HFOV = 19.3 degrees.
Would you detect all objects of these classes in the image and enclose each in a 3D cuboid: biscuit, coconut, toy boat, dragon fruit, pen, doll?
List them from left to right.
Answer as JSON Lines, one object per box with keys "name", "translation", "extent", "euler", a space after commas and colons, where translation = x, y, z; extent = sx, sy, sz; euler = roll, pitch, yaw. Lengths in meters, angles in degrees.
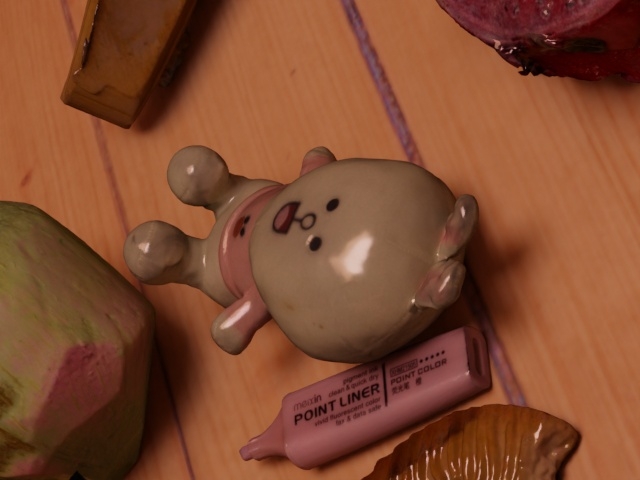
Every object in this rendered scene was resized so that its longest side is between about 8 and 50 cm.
{"name": "coconut", "translation": [-0.220, 0.087, 1.327], "extent": [0.236, 0.236, 0.204], "euler": [-51, 8, 15]}
{"name": "toy boat", "translation": [-0.119, -0.239, 1.455], "extent": [0.115, 0.089, 0.310], "euler": [-136, 65, -75]}
{"name": "doll", "translation": [0.005, 0.006, 1.209], "extent": [0.275, 0.113, 0.154], "euler": [8, 67, 41]}
{"name": "pen", "translation": [0.021, 0.105, 1.192], "extent": [0.197, 0.032, 0.053], "euler": [-28, 53, 33]}
{"name": "biscuit", "translation": [0.061, 0.202, 1.102], "extent": [0.176, 0.031, 0.228], "euler": [4, 74, 49]}
{"name": "dragon fruit", "translation": [0.163, -0.193, 1.127], "extent": [0.282, 0.147, 0.211], "euler": [-14, 71, 45]}

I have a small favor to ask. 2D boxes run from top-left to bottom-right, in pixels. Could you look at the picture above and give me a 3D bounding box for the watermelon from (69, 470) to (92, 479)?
{"name": "watermelon", "translation": [-0.100, 0.250, 1.178], "extent": [0.193, 0.137, 0.145], "euler": [32, 93, 22]}
